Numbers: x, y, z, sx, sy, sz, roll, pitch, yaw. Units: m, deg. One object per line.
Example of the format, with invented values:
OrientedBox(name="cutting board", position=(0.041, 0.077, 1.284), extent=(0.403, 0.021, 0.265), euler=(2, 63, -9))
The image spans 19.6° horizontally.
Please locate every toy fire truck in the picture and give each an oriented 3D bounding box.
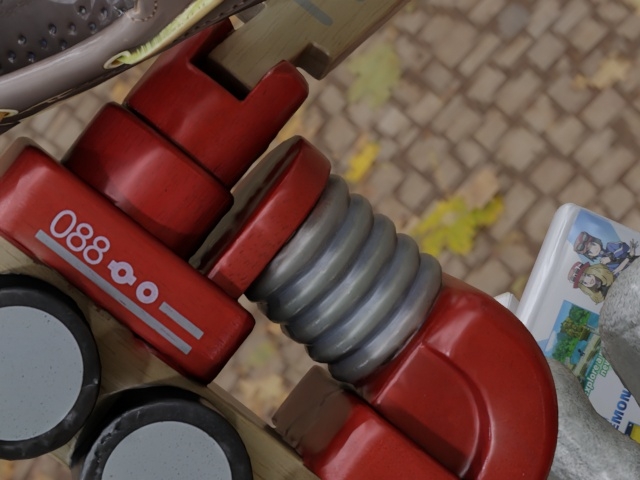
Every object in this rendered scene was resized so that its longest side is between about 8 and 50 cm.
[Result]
OrientedBox(name="toy fire truck", position=(0.000, 0.000, 0.671), extent=(0.246, 0.217, 0.158), euler=(-52, 13, -2))

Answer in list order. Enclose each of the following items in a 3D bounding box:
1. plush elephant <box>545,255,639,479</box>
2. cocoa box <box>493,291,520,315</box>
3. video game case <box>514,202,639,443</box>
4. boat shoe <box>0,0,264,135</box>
OrientedBox(name="plush elephant", position=(0.303, 0.105, 1.024), extent=(0.255, 0.272, 0.330), euler=(-36, 74, -22))
OrientedBox(name="cocoa box", position=(0.142, 0.272, 1.921), extent=(0.228, 0.231, 0.347), euler=(-24, 30, 30))
OrientedBox(name="video game case", position=(0.255, 0.179, 1.377), extent=(0.036, 0.300, 0.329), euler=(143, 150, -80))
OrientedBox(name="boat shoe", position=(-0.052, -0.111, 0.532), extent=(0.324, 0.116, 0.097), euler=(-26, 9, 41))
